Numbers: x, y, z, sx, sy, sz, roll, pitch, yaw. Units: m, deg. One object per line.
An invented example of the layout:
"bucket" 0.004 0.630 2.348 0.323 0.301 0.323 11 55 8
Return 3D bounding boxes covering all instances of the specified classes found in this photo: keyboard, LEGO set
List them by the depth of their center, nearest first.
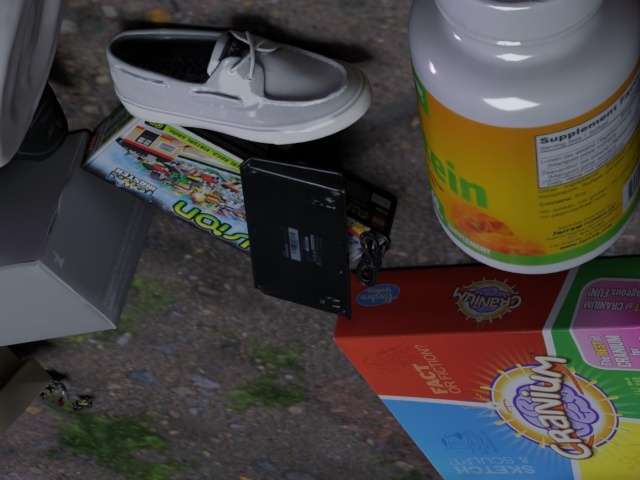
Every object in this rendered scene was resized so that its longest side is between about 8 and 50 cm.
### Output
"keyboard" 0.000 0.000 1.417 0.108 0.023 0.180 15 151 12
"LEGO set" -0.250 0.137 1.823 0.054 0.023 0.083 -3 158 30

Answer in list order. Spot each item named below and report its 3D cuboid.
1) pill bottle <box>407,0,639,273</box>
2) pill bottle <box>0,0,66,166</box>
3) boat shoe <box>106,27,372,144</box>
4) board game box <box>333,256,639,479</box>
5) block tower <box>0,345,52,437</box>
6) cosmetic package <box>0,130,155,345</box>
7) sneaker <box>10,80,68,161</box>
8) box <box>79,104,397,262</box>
"pill bottle" 0.123 -0.099 1.164 0.136 0.136 0.245 7 148 13
"pill bottle" -0.328 -0.165 1.212 0.318 0.176 0.176 14 149 0
"boat shoe" -0.058 -0.113 1.300 0.184 0.066 0.063 12 151 24
"board game box" 0.203 0.107 1.532 0.316 0.064 0.242 -4 144 28
"block tower" -0.385 0.168 1.834 0.097 0.091 0.335 48 140 -14
"cosmetic package" -0.255 0.008 1.510 0.238 0.127 0.107 -6 143 34
"sneaker" -0.307 -0.072 1.425 0.293 0.102 0.146 -9 142 34
"box" -0.059 -0.041 1.433 0.207 0.036 0.114 28 147 -20
